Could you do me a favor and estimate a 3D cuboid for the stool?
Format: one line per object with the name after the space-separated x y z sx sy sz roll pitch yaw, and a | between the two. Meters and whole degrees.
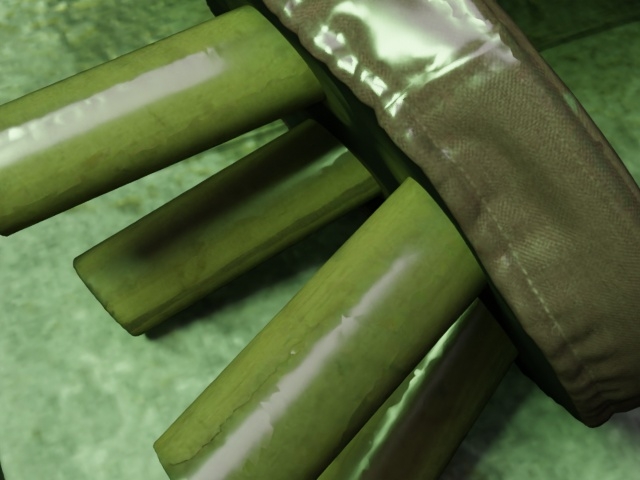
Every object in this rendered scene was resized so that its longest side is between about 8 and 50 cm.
0.000 0.000 0.524 0.178 0.272 0.272 -41 66 -3 | stool
